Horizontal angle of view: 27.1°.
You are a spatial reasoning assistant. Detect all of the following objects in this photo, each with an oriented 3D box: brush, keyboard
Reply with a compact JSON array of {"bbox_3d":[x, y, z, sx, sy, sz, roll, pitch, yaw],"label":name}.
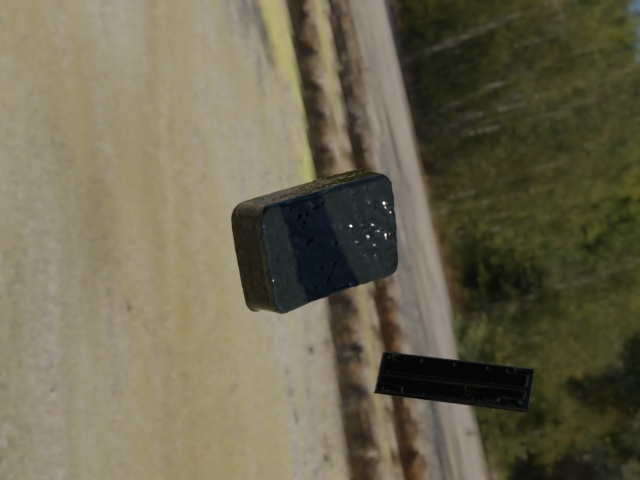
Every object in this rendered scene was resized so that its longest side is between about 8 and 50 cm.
[{"bbox_3d":[0.000,0.000,1.460,0.059,0.197,0.123,11,-66,50],"label":"brush"},{"bbox_3d":[0.169,0.180,1.691,0.010,0.198,0.064,73,28,-54],"label":"keyboard"}]
